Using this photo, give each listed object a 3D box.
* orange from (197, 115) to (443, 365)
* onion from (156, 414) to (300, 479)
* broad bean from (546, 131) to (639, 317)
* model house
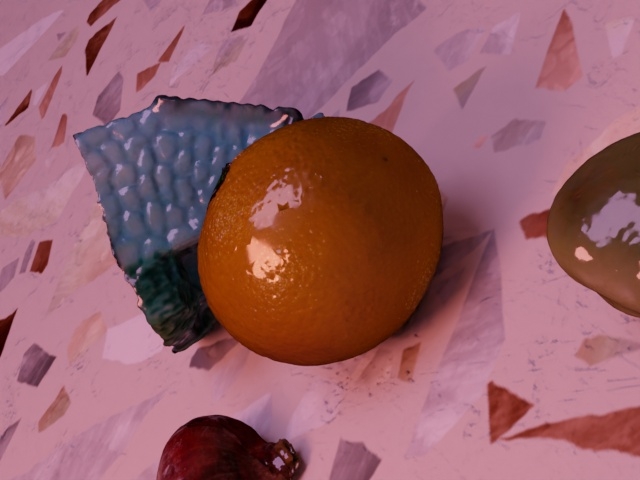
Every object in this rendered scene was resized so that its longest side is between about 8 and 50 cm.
[{"bbox_3d":[0.000,0.000,1.557,0.236,0.236,0.236,-35,37,32],"label":"orange"},{"bbox_3d":[-0.099,0.233,1.597,0.151,0.098,0.206,-47,31,19],"label":"onion"},{"bbox_3d":[0.299,-0.010,1.264,0.263,0.121,0.189,8,62,41],"label":"broad bean"},{"bbox_3d":[-0.087,-0.037,1.764,0.241,0.226,0.261,-24,-6,2],"label":"model house"}]
